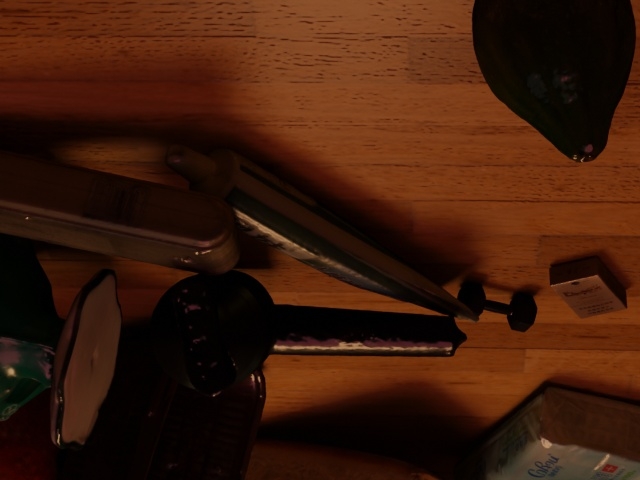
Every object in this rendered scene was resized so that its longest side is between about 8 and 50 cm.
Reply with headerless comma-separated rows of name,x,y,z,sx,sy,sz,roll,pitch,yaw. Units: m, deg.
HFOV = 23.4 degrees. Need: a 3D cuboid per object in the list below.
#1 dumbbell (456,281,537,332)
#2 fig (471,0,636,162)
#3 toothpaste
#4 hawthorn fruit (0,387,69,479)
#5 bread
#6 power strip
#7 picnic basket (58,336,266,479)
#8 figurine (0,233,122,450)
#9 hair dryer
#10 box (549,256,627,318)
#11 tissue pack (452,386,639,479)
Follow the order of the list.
dumbbell,0.182,0.069,1.603,0.083,0.036,0.040,13,150,-16
fig,0.175,-0.132,1.142,0.123,0.156,0.123,-1,154,0
toothpaste,0.000,0.000,1.475,0.392,0.061,0.099,30,171,-38
hawthorn fruit,-0.395,0.255,1.754,0.284,0.284,0.284,2,150,1
bread,0.055,0.373,1.963,0.333,0.143,0.323,1,152,40
power strip,-0.261,-0.041,1.380,0.388,0.066,0.092,11,160,6
picnic basket,-0.183,0.239,1.715,0.129,0.296,0.222,7,161,30
figurine,-0.382,0.085,1.522,0.340,0.231,0.323,10,171,5
hair dryer,-0.008,0.088,1.478,0.302,0.116,0.244,0,-179,1
box,0.273,0.049,1.572,0.053,0.024,0.083,-14,144,26
tissue pack,0.292,0.277,1.898,0.177,0.089,0.263,14,147,-15
